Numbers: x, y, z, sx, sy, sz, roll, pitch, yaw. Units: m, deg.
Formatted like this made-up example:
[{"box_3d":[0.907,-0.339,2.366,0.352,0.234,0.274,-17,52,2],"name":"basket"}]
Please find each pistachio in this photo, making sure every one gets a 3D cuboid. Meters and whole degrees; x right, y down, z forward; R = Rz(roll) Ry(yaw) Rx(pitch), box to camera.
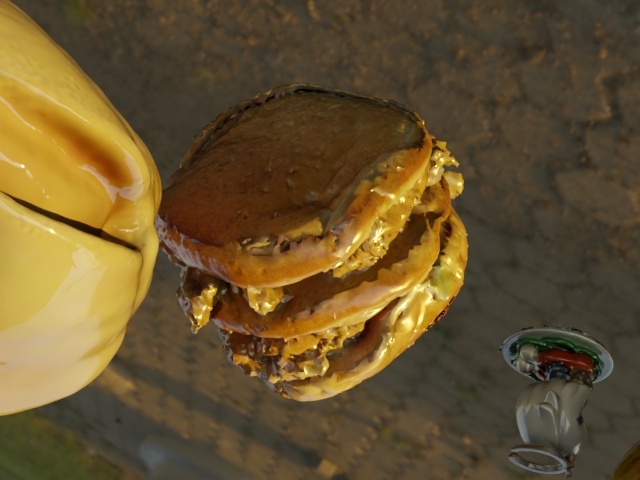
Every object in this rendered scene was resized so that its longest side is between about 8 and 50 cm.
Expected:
[{"box_3d":[-0.276,-0.040,0.806,0.365,0.281,0.445,2,165,36],"name":"pistachio"}]

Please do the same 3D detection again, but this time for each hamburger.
[{"box_3d":[0.004,-0.009,1.042,0.260,0.245,0.211,-102,-11,-57],"name":"hamburger"}]

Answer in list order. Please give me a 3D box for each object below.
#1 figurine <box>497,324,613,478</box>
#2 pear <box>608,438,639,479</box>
[{"box_3d":[0.254,0.188,1.407,0.132,0.154,0.132,12,148,7],"name":"figurine"},{"box_3d":[0.415,0.308,1.282,0.280,0.281,0.281,28,159,12],"name":"pear"}]
